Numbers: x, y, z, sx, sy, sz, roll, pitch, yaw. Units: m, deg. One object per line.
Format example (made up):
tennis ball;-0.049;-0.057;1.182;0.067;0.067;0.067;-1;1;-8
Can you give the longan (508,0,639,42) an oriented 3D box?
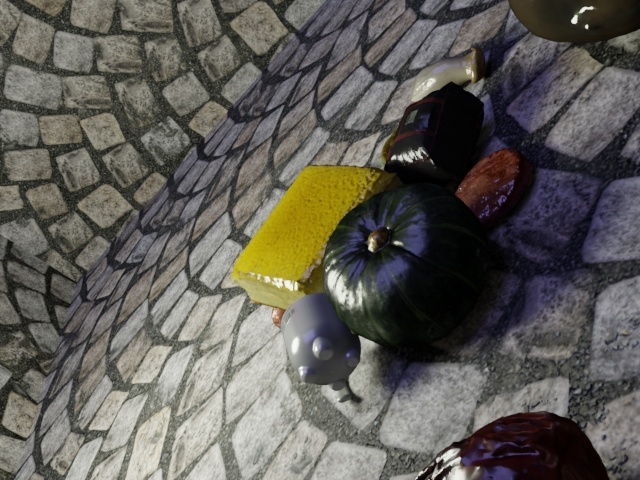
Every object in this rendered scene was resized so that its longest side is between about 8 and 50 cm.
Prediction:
longan;0.487;-0.492;1.450;0.288;0.288;0.350;-57;32;-9

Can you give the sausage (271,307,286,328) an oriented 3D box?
sausage;-0.047;0.114;1.844;0.077;0.077;0.194;-7;49;60

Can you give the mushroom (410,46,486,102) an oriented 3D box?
mushroom;0.294;-0.378;1.894;0.212;0.088;0.097;-23;4;41

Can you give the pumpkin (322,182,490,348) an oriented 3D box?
pumpkin;0.147;0.043;1.409;0.300;0.207;0.300;-23;51;31

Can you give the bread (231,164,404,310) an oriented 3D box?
bread;0.000;0.000;1.709;0.333;0.143;0.323;-54;31;-14

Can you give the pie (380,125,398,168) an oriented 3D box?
pie;0.210;-0.232;1.897;0.187;0.041;0.187;-42;24;24

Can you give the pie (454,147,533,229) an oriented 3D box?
pie;0.310;-0.094;1.498;0.182;0.049;0.182;-42;23;23

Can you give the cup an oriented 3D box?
cup;0.002;0.205;1.470;0.142;0.134;0.173;-111;30;-56

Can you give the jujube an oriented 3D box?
jujube;0.184;0.337;0.950;0.342;0.216;0.216;-42;24;38

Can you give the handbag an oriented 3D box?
handbag;0.227;-0.203;1.675;0.169;0.155;0.215;-30;33;56
